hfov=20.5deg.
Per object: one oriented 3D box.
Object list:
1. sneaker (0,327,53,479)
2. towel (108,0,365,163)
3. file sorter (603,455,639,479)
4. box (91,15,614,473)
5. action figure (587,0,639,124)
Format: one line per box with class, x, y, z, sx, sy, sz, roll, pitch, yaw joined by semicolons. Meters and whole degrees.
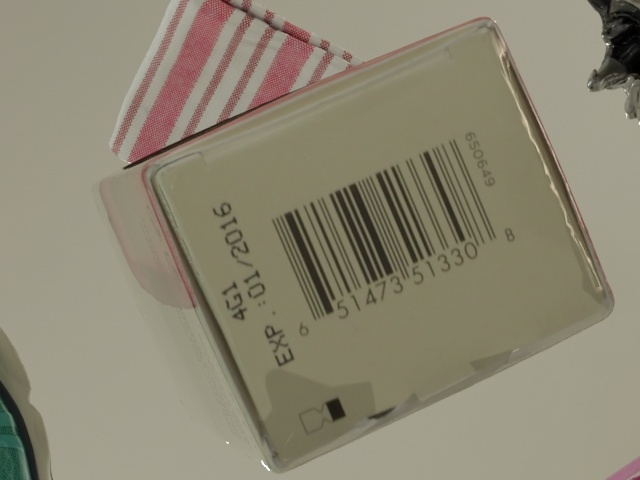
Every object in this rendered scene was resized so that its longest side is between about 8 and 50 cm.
sneaker;-0.186;0.046;0.727;0.107;0.110;0.275;-16;-84;1
towel;-0.023;-0.062;1.080;0.144;0.197;0.029;-61;2;38
file sorter;0.286;0.202;0.874;0.182;0.290;0.202;-20;-16;-22
box;0.000;0.000;0.752;0.149;0.232;0.126;-25;-85;-12
action figure;0.227;-0.162;1.189;0.141;0.164;0.275;-28;-18;-28
